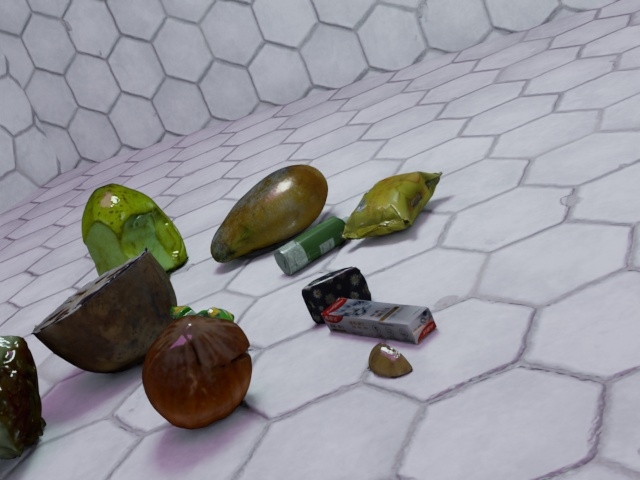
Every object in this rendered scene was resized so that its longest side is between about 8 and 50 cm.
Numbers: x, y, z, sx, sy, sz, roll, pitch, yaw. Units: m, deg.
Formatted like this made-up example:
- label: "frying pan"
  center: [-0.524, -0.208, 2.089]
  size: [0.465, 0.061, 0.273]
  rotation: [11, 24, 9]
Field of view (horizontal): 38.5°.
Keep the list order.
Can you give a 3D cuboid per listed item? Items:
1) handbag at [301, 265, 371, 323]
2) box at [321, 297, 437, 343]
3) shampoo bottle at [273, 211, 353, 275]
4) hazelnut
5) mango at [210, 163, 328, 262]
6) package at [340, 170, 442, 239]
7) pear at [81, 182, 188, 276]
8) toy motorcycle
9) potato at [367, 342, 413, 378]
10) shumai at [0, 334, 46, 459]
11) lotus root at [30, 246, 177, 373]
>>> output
- label: "handbag"
  center: [0.026, 0.081, 1.656]
  size: [0.115, 0.072, 0.139]
  rotation: [-23, 14, 4]
- label: "box"
  center: [0.091, 0.129, 1.494]
  size: [0.055, 0.039, 0.218]
  rotation: [-37, 23, -33]
- label: "shampoo bottle"
  center: [0.000, 0.000, 1.926]
  size: [0.204, 0.065, 0.065]
  rotation: [-32, 20, -25]
- label: "hazelnut"
  center: [-0.197, 0.196, 1.436]
  size: [0.182, 0.182, 0.182]
  rotation: [-20, 19, 7]
- label: "mango"
  center: [-0.120, -0.056, 2.106]
  size: [0.316, 0.146, 0.193]
  rotation: [-39, 19, -5]
- label: "package"
  center: [0.150, -0.077, 1.910]
  size: [0.168, 0.090, 0.226]
  rotation: [-12, 24, 35]
- label: "pear"
  center: [-0.447, -0.029, 2.227]
  size: [0.164, 0.255, 0.238]
  rotation: [-13, 16, 32]
- label: "toy motorcycle"
  center: [-0.198, 0.164, 1.628]
  size: [0.190, 0.106, 0.074]
  rotation: [2, 30, 48]
- label: "potato"
  center: [0.093, 0.177, 1.365]
  size: [0.037, 0.036, 0.093]
  rotation: [-28, 20, -25]
- label: "shumai"
  center: [-0.647, 0.286, 1.578]
  size: [0.323, 0.324, 0.397]
  rotation: [-10, 25, -12]
- label: "lotus root"
  center: [-0.399, 0.155, 1.773]
  size: [0.272, 0.192, 0.272]
  rotation: [-30, 18, 11]
